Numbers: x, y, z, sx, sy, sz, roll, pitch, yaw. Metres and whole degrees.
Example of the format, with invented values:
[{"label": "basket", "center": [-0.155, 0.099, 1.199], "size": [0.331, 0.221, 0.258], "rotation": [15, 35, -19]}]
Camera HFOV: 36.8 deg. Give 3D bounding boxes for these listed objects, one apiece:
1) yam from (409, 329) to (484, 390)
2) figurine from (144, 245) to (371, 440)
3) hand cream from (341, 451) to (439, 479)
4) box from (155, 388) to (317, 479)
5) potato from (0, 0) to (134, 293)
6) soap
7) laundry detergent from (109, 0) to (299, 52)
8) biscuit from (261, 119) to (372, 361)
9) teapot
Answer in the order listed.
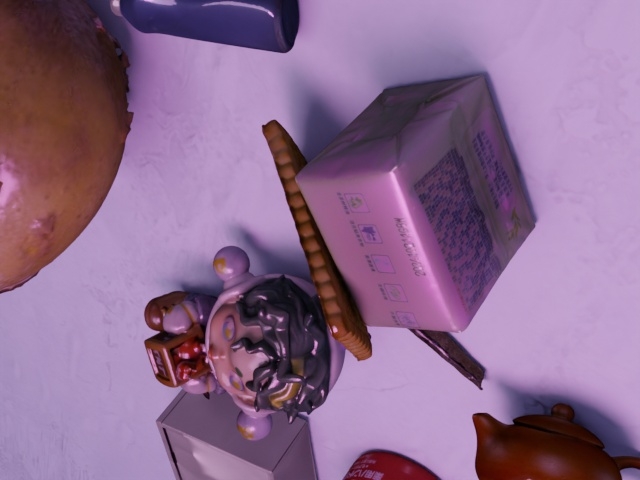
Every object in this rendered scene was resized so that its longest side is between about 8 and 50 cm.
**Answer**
[{"label": "yam", "center": [0.162, 0.138, 1.212], "size": [0.129, 0.033, 0.027], "rotation": [41, 115, -8]}, {"label": "figurine", "center": [-0.114, 0.134, 1.314], "size": [0.382, 0.186, 0.261], "rotation": [0, 117, 47]}, {"label": "hand cream", "center": [0.105, 0.426, 1.463], "size": [0.193, 0.125, 0.193], "rotation": [21, 138, 21]}, {"label": "box", "center": [-0.129, 0.366, 1.603], "size": [0.225, 0.117, 0.224], "rotation": [18, 138, 25]}, {"label": "potato", "center": [-0.420, -0.185, 1.094], "size": [0.442, 0.385, 0.319], "rotation": [36, 129, -14]}, {"label": "soap", "center": [0.100, -0.036, 0.961], "size": [0.138, 0.182, 0.199], "rotation": [1, 127, 40]}, {"label": "laundry detergent", "center": [-0.128, -0.244, 0.999], "size": [0.206, 0.061, 0.096], "rotation": [9, 164, 13]}, {"label": "biscuit", "center": [0.000, 0.000, 1.047], "size": [0.172, 0.029, 0.254], "rotation": [52, -162, -70]}, {"label": "teapot", "center": [0.300, 0.269, 1.158], "size": [0.252, 0.135, 0.178], "rotation": [15, 174, 3]}]
